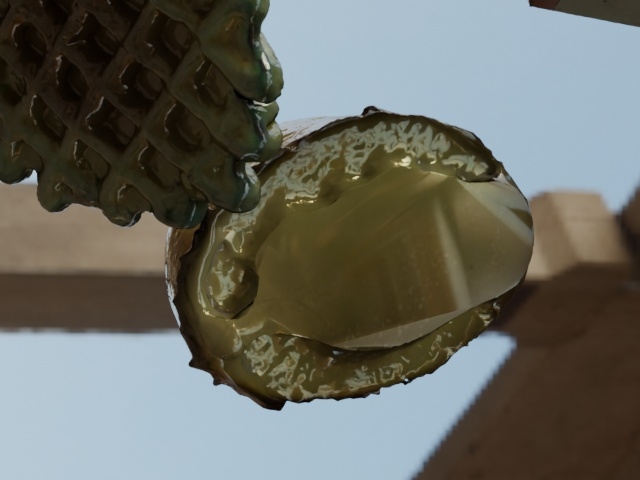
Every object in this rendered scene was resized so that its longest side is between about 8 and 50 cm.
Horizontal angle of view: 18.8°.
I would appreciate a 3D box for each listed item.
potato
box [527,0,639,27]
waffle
[{"bbox_3d":[0.000,0.000,1.513,0.242,0.285,0.242,57,-8,13],"label":"potato"},{"bbox_3d":[0.225,-0.207,1.279,0.215,0.215,0.086,-101,-157,-64],"label":"box"},{"bbox_3d":[-0.154,-0.148,1.366,0.309,0.056,0.292,0,-68,36],"label":"waffle"}]
